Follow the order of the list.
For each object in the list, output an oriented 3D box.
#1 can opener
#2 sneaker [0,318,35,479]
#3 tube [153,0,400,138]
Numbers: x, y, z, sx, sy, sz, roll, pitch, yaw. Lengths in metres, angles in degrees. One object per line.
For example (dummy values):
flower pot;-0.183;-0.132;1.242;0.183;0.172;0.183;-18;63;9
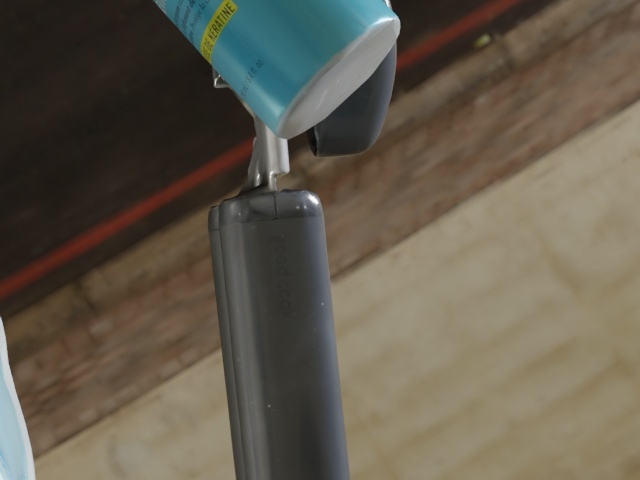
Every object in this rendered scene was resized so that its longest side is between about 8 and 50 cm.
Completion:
can opener;0.000;0.000;0.775;0.095;0.283;0.076;-6;179;-10
sneaker;-0.110;0.055;0.393;0.135;0.366;0.150;14;124;-25
tube;-0.062;-0.123;0.549;0.052;0.207;0.080;-36;167;-35
